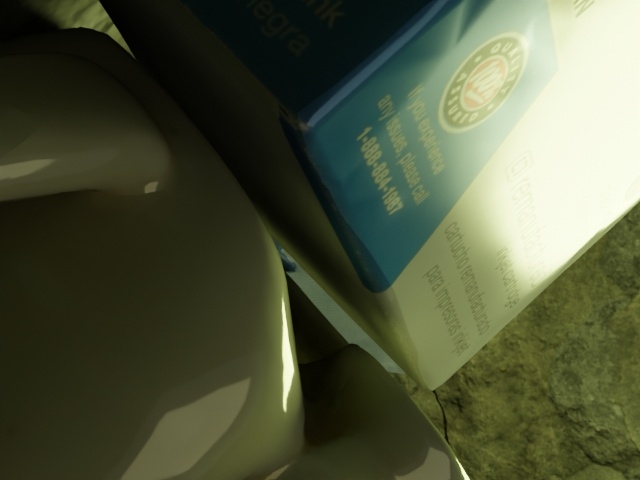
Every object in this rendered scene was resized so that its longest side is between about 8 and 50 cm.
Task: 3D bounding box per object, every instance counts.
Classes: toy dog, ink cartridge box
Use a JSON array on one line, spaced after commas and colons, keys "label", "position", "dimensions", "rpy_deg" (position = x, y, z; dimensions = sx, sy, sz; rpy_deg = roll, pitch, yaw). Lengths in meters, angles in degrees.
[{"label": "toy dog", "position": [-0.169, 0.133, 0.641], "dimensions": [0.408, 0.284, 0.395], "rpy_deg": [-40, 170, -3]}, {"label": "ink cartridge box", "position": [0.114, -0.163, 0.655], "dimensions": [0.395, 0.166, 0.285], "rpy_deg": [-42, 157, -6]}]

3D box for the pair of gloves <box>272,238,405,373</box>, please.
[{"label": "pair of gloves", "position": [-0.001, -0.009, 0.886], "dimensions": [0.159, 0.198, 0.023], "rpy_deg": [5, 171, -42]}]
